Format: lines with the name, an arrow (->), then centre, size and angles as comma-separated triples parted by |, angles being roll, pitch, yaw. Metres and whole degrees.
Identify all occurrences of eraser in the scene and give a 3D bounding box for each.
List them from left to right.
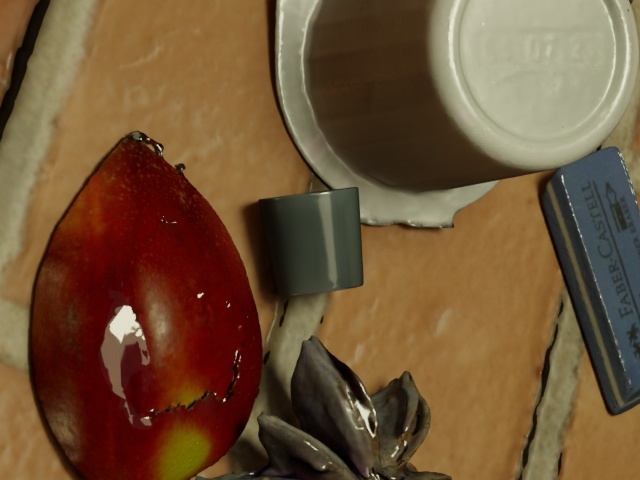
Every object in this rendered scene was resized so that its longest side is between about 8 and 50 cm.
eraser -> 0.255, 0.035, 1.728 | 0.082, 0.036, 0.225 | -21, 94, -37

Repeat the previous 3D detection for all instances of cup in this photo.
cup -> 0.000, 0.000, 1.541 | 0.100, 0.078, 0.077 | -12, 95, -66

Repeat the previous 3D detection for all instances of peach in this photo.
peach -> -0.114, 0.052, 1.452 | 0.189, 0.068, 0.279 | 0, 82, -37

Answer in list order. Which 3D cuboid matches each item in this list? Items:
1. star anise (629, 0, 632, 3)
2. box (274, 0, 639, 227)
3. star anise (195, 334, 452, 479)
star anise -> 0.210, -0.281, 1.725 | 0.212, 0.073, 0.197 | 32, 68, -29
box -> 0.109, -0.162, 1.530 | 0.262, 0.206, 0.291 | -43, 108, -20
star anise -> 0.015, 0.183, 1.505 | 0.236, 0.093, 0.229 | -11, 96, -38
